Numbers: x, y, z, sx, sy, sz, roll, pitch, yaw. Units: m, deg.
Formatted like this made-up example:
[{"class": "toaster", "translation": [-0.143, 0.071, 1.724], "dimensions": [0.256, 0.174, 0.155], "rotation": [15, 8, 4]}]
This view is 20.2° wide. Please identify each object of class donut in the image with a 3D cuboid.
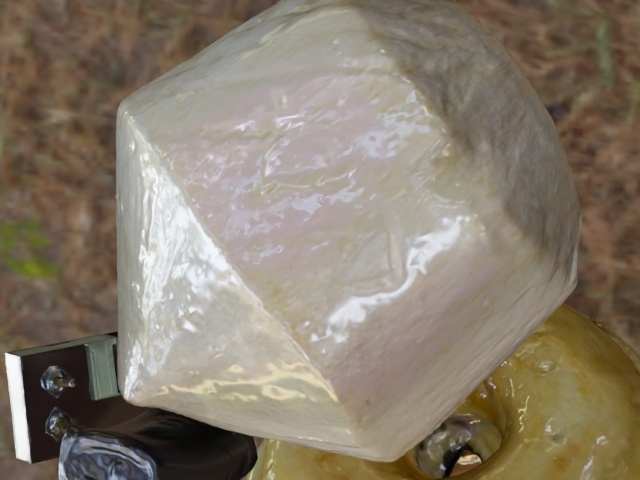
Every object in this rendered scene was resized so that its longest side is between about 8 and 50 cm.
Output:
[{"class": "donut", "translation": [0.134, 0.226, 1.687], "dimensions": [0.448, 0.198, 0.449], "rotation": [-14, 39, 12]}]

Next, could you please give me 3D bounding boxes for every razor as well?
[{"class": "razor", "translation": [-0.109, 0.148, 1.216], "dimensions": [0.090, 0.148, 0.054], "rotation": [10, 97, 25]}]

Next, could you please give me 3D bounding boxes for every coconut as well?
[{"class": "coconut", "translation": [0.000, 0.000, 1.148], "dimensions": [0.328, 0.328, 0.329], "rotation": [-4, 84, 40]}]

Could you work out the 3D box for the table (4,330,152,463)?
[{"class": "table", "translation": [-0.212, 0.167, 1.985], "dimensions": [0.111, 0.240, 0.122], "rotation": [6, 104, 56]}]
